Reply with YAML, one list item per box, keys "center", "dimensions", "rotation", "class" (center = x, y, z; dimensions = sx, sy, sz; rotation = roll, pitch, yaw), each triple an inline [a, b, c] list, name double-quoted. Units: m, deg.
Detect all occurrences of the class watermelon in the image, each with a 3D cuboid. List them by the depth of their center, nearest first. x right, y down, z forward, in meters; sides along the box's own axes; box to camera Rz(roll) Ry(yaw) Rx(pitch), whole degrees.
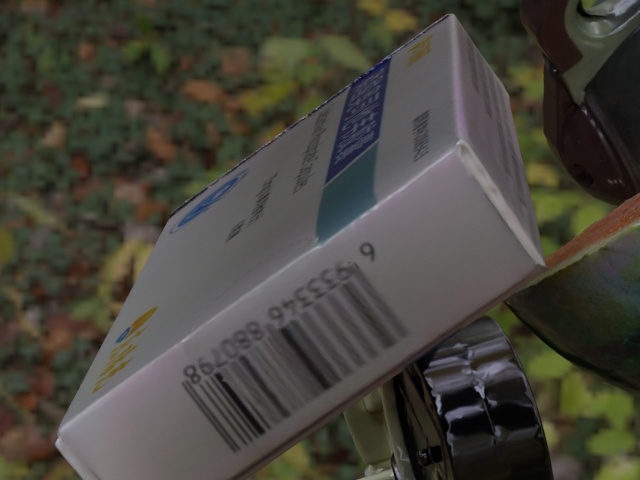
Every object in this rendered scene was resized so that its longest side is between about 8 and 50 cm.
- center: [0.202, 0.044, 1.031]
  dimensions: [0.128, 0.146, 0.231]
  rotation: [-37, 2, -17]
  class: "watermelon"

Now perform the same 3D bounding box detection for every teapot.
- center: [0.323, -0.180, 1.665]
  dimensions: [0.312, 0.315, 0.233]
  rotation: [-32, 39, 0]
  class: "teapot"

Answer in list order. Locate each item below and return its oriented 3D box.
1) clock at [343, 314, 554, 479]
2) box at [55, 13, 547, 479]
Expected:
- center: [0.086, 0.131, 1.472]
  dimensions: [0.120, 0.276, 0.379]
  rotation: [-13, 30, -7]
  class: "clock"
- center: [0.000, 0.000, 0.887]
  dimensions: [0.200, 0.065, 0.343]
  rotation: [-36, 10, 11]
  class: "box"
